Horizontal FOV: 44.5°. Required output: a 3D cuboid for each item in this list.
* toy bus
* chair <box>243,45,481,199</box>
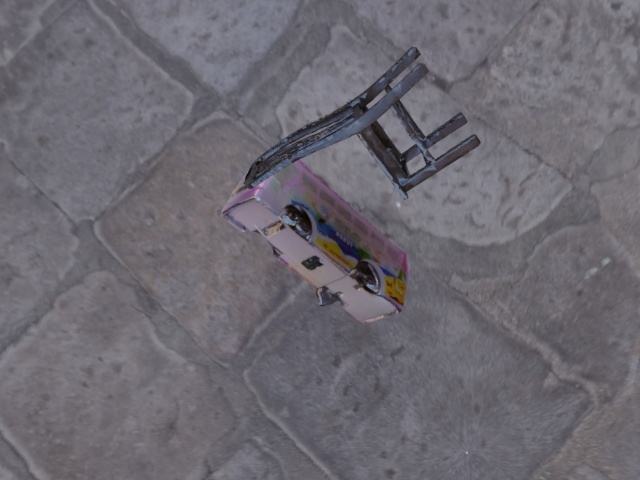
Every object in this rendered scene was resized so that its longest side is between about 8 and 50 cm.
[{"bbox_3d":[0.000,0.000,1.042,0.090,0.274,0.112,-22,39,42],"label":"toy bus"},{"bbox_3d":[0.036,-0.083,0.770,0.212,0.084,0.101,-35,110,16],"label":"chair"}]
